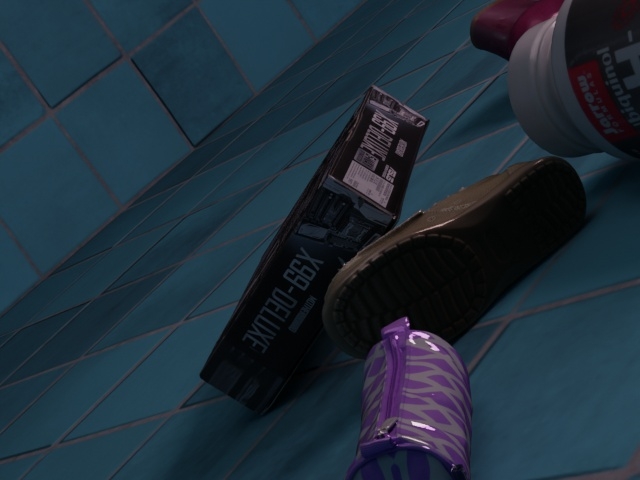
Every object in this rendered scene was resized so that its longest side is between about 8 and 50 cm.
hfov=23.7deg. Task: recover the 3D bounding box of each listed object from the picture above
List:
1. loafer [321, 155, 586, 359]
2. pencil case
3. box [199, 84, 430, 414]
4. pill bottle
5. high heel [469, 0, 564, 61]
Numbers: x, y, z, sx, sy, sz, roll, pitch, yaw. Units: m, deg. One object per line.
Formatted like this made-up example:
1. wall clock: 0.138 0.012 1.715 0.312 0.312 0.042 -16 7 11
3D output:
1. loafer: 0.111 0.018 1.324 0.268 0.102 0.092 -29 9 -20
2. pencil case: 0.059 0.131 1.042 0.086 0.088 0.206 -30 12 13
3. box: 0.000 0.000 1.505 0.242 0.076 0.307 -57 4 22
4. pill bottle: 0.308 -0.164 1.286 0.176 0.176 0.318 -43 14 -31
5. high heel: 0.377 -0.307 1.892 0.377 0.127 0.181 -36 37 -18
